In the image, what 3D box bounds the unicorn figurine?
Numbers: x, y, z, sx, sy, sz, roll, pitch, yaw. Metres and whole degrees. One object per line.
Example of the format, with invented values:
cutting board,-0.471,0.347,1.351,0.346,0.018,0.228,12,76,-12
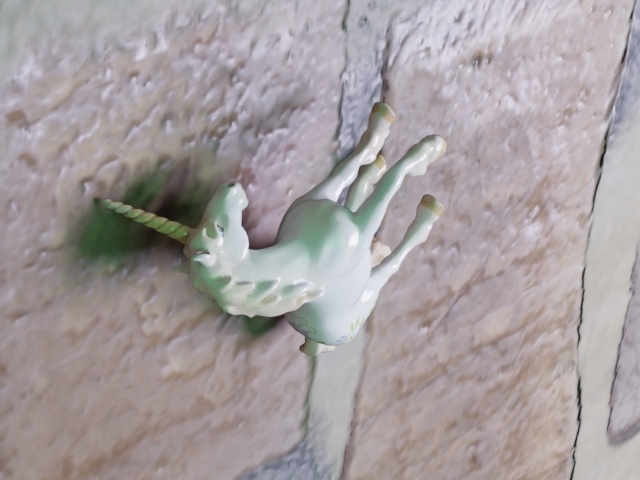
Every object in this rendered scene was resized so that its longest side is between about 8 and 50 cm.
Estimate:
unicorn figurine,0.000,0.000,0.763,0.111,0.060,0.162,-51,146,-17
